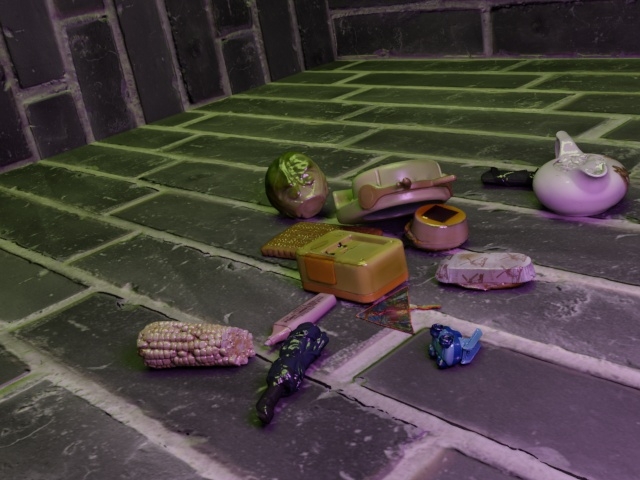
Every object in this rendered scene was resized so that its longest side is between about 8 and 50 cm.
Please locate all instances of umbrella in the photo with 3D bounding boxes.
[{"bbox_3d":[-0.054,0.207,1.249,0.071,0.070,0.248,-1,23,24],"label":"umbrella"}]

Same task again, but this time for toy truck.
[{"bbox_3d":[0.224,0.168,1.243,0.090,0.056,0.073,-2,24,-16],"label":"toy truck"}]

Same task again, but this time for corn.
[{"bbox_3d":[-0.225,0.185,1.358,0.211,0.087,0.087,-2,23,20],"label":"corn"}]

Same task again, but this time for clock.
[{"bbox_3d":[0.177,-0.112,1.715,0.235,0.096,0.308,-7,-7,-20],"label":"clock"},{"bbox_3d":[0.062,0.050,1.541,0.202,0.096,0.143,11,33,45],"label":"clock"}]

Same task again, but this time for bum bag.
[{"bbox_3d":[0.490,-0.163,1.928,0.198,0.049,0.087,6,23,37],"label":"bum bag"}]

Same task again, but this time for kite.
[{"bbox_3d":[0.144,0.128,1.426,0.159,0.010,0.190,-8,23,5],"label":"kite"}]

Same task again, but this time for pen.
[{"bbox_3d":[-0.042,0.149,1.431,0.053,0.032,0.197,6,26,35],"label":"pen"}]

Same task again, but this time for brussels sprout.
[{"bbox_3d":[-0.064,-0.136,1.980,0.162,0.144,0.180,-33,59,18],"label":"brussels sprout"}]

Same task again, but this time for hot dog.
[{"bbox_3d":[0.311,0.058,1.466,0.192,0.053,0.099,-4,22,24],"label":"hot dog"}]

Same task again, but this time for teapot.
[{"bbox_3d":[0.575,-0.143,1.721,0.204,0.139,0.298,-13,22,0],"label":"teapot"}]

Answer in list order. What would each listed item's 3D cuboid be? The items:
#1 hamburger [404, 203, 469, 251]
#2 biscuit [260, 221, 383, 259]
[{"bbox_3d":[0.249,-0.025,1.660,0.141,0.081,0.126,10,29,16],"label":"hamburger"},{"bbox_3d":[0.000,0.000,1.783,0.255,0.029,0.172,5,27,35],"label":"biscuit"}]
